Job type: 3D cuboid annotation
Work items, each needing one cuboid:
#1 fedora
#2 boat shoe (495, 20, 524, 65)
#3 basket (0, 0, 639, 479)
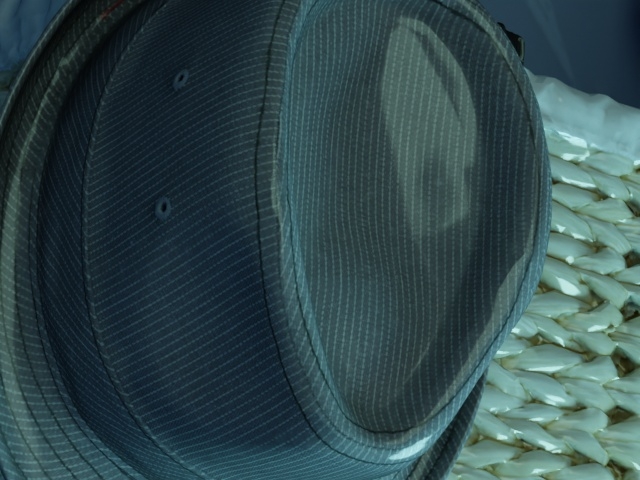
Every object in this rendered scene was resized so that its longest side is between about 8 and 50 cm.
[{"bbox_3d":[0.000,0.000,0.739,0.243,0.124,0.275,22,71,-29],"label":"fedora"},{"bbox_3d":[0.115,-0.091,1.310,0.038,0.046,0.125,20,57,-26],"label":"boat shoe"},{"bbox_3d":[-0.051,0.054,0.963,0.331,0.328,0.266,16,69,-32],"label":"basket"}]
